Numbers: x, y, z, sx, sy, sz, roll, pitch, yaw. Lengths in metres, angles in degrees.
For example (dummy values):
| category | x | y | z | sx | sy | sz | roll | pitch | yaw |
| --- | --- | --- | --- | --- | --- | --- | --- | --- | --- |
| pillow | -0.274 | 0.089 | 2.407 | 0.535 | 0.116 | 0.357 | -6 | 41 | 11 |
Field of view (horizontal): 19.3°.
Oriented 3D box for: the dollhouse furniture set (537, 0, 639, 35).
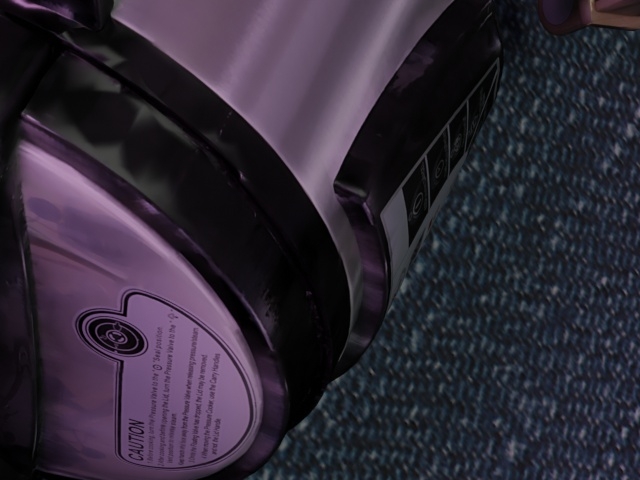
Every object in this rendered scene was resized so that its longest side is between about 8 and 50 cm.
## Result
| category | x | y | z | sx | sy | sz | roll | pitch | yaw |
| --- | --- | --- | --- | --- | --- | --- | --- | --- | --- |
| dollhouse furniture set | 0.057 | -0.296 | 1.304 | 0.355 | 0.174 | 0.303 | 0 | 79 | -37 |

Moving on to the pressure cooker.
| category | x | y | z | sx | sy | sz | roll | pitch | yaw |
| --- | --- | --- | --- | --- | --- | --- | --- | --- | --- |
| pressure cooker | -0.130 | -0.064 | 0.971 | 0.370 | 0.375 | 0.420 | 50 | 49 | -31 |
